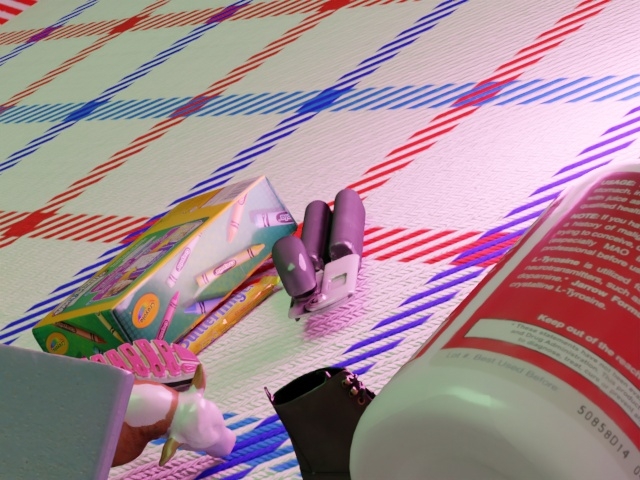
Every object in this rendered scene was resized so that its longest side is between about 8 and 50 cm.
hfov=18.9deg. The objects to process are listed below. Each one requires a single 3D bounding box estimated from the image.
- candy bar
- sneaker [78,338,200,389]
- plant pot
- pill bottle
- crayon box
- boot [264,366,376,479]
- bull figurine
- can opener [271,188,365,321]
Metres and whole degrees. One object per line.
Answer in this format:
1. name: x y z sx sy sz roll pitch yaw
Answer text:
1. candy bar: -0.107 0.086 2.104 0.161 0.018 0.040 -38 23 -30
2. sneaker: -0.207 0.155 1.995 0.170 0.075 0.063 -13 41 -23
3. plant pot: -0.306 0.246 1.562 0.248 0.247 0.252 12 53 -10
4. pill bottle: 0.219 0.085 1.406 0.229 0.229 0.407 -6 29 44
5. crayon box: -0.174 0.043 2.168 0.165 0.081 0.278 -15 22 49
6. boot: 0.064 0.145 1.581 0.198 0.137 0.077 -25 21 2
7. bull figurine: -0.242 0.182 1.820 0.310 0.101 0.188 -1 -16 -16
8. can opener: 0.000 0.000 2.069 0.076 0.095 0.283 -21 21 12
